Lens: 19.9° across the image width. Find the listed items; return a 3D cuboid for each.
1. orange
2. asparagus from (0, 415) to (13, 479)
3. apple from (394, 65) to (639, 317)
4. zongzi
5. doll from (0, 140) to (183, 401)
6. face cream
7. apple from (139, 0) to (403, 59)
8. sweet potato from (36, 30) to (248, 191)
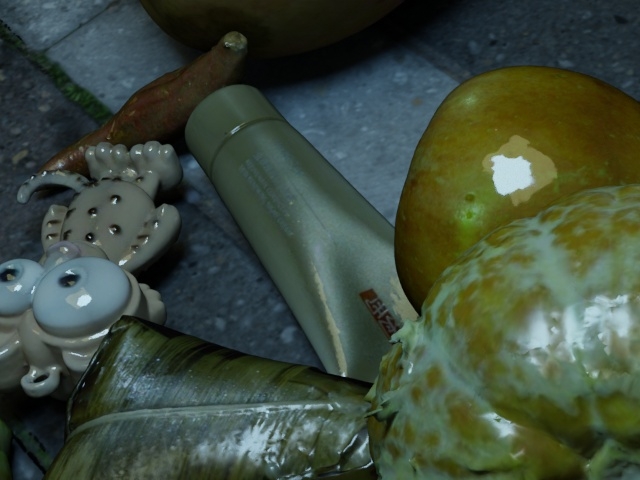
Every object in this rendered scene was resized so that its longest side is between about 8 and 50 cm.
[{"bbox_3d":[0.190,0.131,1.113,0.329,0.329,0.249,-8,2,15],"label":"orange"},{"bbox_3d":[-0.262,0.203,1.387,0.080,0.080,0.287,-18,45,5],"label":"asparagus"},{"bbox_3d":[0.169,-0.012,1.330,0.207,0.237,0.237,16,55,17],"label":"apple"},{"bbox_3d":[-0.086,0.204,1.270,0.286,0.134,0.288,9,52,32],"label":"zongzi"},{"bbox_3d":[-0.195,0.021,1.507,0.154,0.119,0.278,-6,42,11],"label":"doll"},{"bbox_3d":[0.000,0.000,1.482,0.137,0.084,0.341,-25,50,-16],"label":"face cream"},{"bbox_3d":[-0.053,-0.337,1.630,0.364,0.364,0.364,-11,45,11],"label":"apple"},{"bbox_3d":[-0.149,-0.111,1.626,0.255,0.058,0.078,-29,1,27],"label":"sweet potato"}]
